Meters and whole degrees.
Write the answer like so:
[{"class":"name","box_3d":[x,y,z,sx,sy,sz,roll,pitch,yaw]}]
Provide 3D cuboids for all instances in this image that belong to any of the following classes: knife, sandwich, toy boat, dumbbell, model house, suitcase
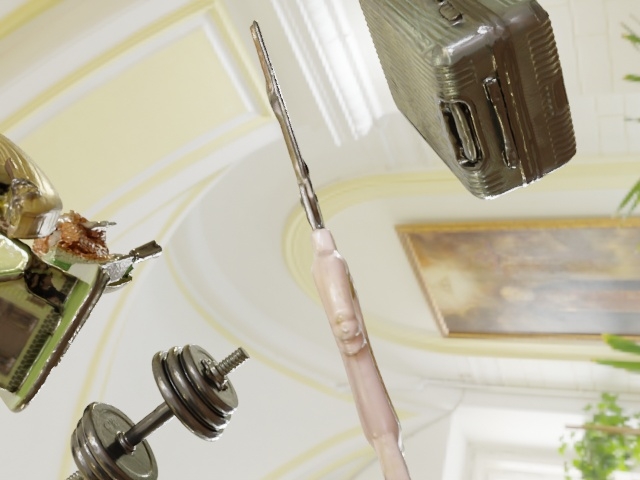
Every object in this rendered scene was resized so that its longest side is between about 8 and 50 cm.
[{"class":"knife","box_3d":[-0.323,0.044,1.319,0.060,0.028,0.230,-57,-7,16]},{"class":"sandwich","box_3d":[-0.415,0.018,1.380,0.185,0.109,0.160,7,-115,-55]},{"class":"toy boat","box_3d":[-0.427,-0.085,1.041,0.121,0.321,0.089,17,-76,-44]},{"class":"dumbbell","box_3d":[-0.151,0.164,0.751,0.099,0.208,0.099,52,-176,-5]},{"class":"model house","box_3d":[-0.439,0.054,0.994,0.278,0.218,0.205,34,-107,-24]},{"class":"suitcase","box_3d":[0.148,-0.196,0.884,0.312,0.128,0.202,-115,-1,-54]}]

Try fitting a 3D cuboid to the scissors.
[{"class":"scissors","box_3d":[0.000,0.000,0.524,0.160,0.024,0.317,64,-172,-77]}]
